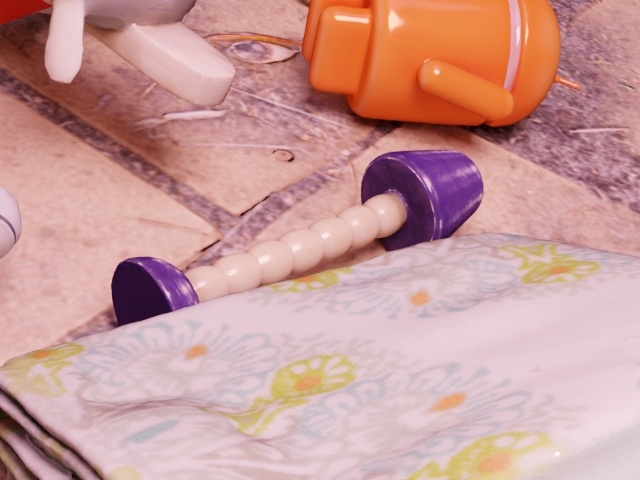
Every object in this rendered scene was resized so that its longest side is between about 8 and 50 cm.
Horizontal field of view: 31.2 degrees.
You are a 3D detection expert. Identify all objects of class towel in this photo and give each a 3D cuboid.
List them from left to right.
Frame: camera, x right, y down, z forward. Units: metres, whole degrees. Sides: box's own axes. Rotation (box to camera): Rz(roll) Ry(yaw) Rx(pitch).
[{"bbox_3d":[0.050,0.076,0.530,0.374,0.090,0.320,-14,17,-25],"label":"towel"}]

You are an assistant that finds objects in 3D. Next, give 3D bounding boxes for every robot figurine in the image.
[{"bbox_3d":[0.098,-0.155,0.927,0.219,0.128,0.158,2,0,-13],"label":"robot figurine"}]

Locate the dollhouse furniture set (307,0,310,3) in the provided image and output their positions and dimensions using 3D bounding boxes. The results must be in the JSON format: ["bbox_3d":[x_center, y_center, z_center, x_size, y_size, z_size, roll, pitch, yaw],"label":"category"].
[{"bbox_3d":[-0.135,-0.395,1.144,0.394,0.256,0.362,23,34,-22],"label":"dollhouse furniture set"}]

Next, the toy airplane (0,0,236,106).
[{"bbox_3d":[-0.249,-0.242,0.813,0.386,0.272,0.384,8,40,-12],"label":"toy airplane"}]

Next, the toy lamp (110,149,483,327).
[{"bbox_3d":[0.000,0.000,0.742,0.274,0.080,0.080,-24,51,-38],"label":"toy lamp"}]

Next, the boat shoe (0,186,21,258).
[{"bbox_3d":[-0.283,0.020,0.649,0.226,0.083,0.076,-8,53,-8],"label":"boat shoe"}]
